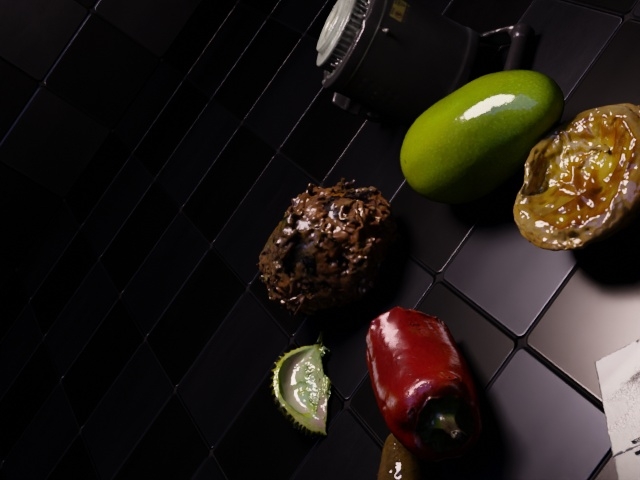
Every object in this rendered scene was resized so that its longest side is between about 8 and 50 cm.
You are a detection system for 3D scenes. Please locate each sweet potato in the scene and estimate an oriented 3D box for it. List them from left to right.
[{"bbox_3d":[0.113,0.358,1.551,0.077,0.077,0.244,-36,34,32],"label":"sweet potato"}]

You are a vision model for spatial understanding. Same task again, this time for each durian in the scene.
[{"bbox_3d":[-0.028,0.239,1.900,0.100,0.086,0.215,-10,48,8],"label":"durian"}]

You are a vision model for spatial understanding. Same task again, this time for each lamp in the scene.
[{"bbox_3d":[0.135,-0.320,1.979,0.374,0.272,0.205,-12,53,51],"label":"lamp"}]

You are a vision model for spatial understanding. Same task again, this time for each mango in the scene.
[{"bbox_3d":[0.246,-0.159,1.747,0.343,0.156,0.192,-29,31,58],"label":"mango"}]

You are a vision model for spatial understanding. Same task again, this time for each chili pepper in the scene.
[{"bbox_3d":[0.154,0.228,1.551,0.131,0.134,0.338,-63,23,19],"label":"chili pepper"}]

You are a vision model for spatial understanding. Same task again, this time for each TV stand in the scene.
[{"bbox_3d":[0.377,0.241,1.263,0.082,0.088,0.270,-36,36,32],"label":"TV stand"}]

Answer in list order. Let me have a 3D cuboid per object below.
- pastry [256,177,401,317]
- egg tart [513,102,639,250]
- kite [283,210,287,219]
[{"bbox_3d":[0.000,0.000,1.946,0.275,0.193,0.275,-38,34,32],"label":"pastry"},{"bbox_3d":[0.373,-0.077,1.562,0.241,0.106,0.241,-34,37,30],"label":"egg tart"},{"bbox_3d":[-0.041,-0.005,2.196,0.183,0.010,0.160,-18,51,53],"label":"kite"}]
